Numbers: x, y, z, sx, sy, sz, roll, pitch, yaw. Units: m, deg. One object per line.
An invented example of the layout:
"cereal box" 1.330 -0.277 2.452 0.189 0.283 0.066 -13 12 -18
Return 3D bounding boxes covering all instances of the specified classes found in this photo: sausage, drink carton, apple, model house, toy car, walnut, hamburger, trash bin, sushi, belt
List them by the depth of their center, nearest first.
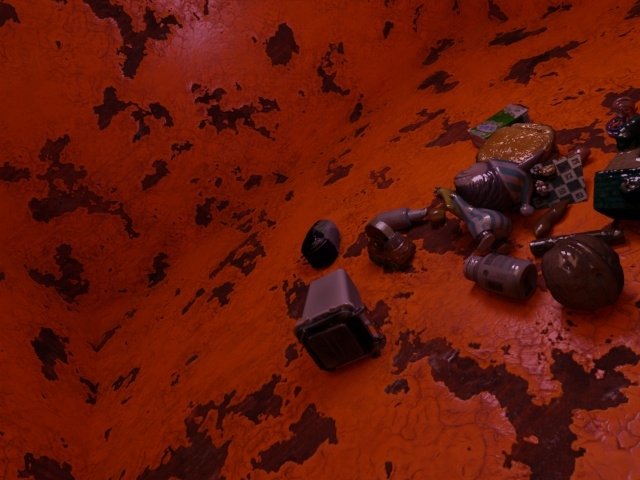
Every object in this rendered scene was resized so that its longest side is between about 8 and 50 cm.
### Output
"walnut" 0.762 0.090 1.184 0.224 0.224 0.224 -25 32 17
"model house" 1.051 -0.187 1.191 0.342 0.335 0.382 -44 21 -18
"sushi" 0.865 -0.221 1.582 0.279 0.043 0.193 -11 76 36
"trash bin" 0.078 0.286 1.593 0.295 0.256 0.368 -28 23 15
"sausage" 0.960 -0.279 1.646 0.304 0.078 0.078 -36 30 -1
"toy car" 0.287 0.001 1.785 0.145 0.235 0.235 -46 32 -18
"hamburger" 0.860 -0.379 1.787 0.284 0.174 0.304 -42 31 -8
"apple" 0.531 -0.111 1.836 0.071 0.084 0.084 -8 39 25
"drink carton" 0.919 -0.577 2.072 0.271 0.108 0.161 -32 30 5
"belt" 0.000 0.000 2.127 0.184 0.164 0.289 -25 29 28

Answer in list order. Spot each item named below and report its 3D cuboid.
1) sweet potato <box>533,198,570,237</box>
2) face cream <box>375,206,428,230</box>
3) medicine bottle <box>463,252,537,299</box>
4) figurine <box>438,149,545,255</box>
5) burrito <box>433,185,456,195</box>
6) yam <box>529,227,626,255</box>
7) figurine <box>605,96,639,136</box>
"sweet potato" 0.853 -0.085 1.505 0.218 0.051 0.065 -43 27 -15
"face cream" 0.396 -0.107 1.943 0.251 0.101 0.101 -13 37 33
"medicine bottle" 0.607 0.114 1.386 0.135 0.135 0.215 -47 32 -19
"figurine" 0.683 -0.191 1.524 0.378 0.266 0.362 -52 34 30
"burrito" 0.610 -0.231 1.963 0.055 0.041 0.149 -55 37 -7
"yam" 0.860 0.004 1.368 0.273 0.061 0.061 -12 37 33
"figurine" 1.234 -0.508 1.640 0.113 0.157 0.126 2 37 17
